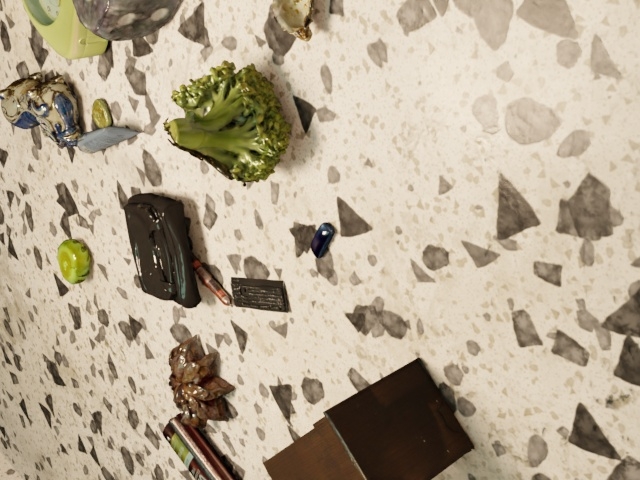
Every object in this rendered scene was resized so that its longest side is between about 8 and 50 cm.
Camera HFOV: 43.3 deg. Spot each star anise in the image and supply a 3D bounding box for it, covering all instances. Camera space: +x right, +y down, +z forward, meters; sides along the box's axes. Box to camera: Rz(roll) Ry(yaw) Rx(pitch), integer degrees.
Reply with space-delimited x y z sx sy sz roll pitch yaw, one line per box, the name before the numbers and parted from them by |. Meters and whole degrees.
star anise | -0.325 0.372 2.056 0.223 0.109 0.236 -31 80 46

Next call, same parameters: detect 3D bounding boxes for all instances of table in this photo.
table | 0.080 0.395 1.497 0.196 0.250 0.282 57 140 12

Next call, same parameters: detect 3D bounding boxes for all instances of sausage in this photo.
sausage | -0.268 0.091 1.925 0.198 0.025 0.028 45 103 25

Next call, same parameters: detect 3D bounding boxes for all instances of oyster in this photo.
oyster | -0.040 -0.420 1.424 0.103 0.051 0.148 -6 86 52

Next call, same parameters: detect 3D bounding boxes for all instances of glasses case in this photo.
glasses case | 0.000 0.000 1.586 0.033 0.023 0.083 48 136 21

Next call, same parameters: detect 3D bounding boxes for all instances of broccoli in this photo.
broccoli | -0.162 -0.234 1.521 0.180 0.273 0.242 -40 75 14

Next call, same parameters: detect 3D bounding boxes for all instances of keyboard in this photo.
keyboard | -0.141 0.121 1.804 0.196 0.015 0.074 2 107 48

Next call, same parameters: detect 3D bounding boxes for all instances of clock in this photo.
clock | -0.625 -0.633 1.937 0.348 0.117 0.286 48 136 24

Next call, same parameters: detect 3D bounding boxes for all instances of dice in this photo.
dice | -0.411 -0.538 1.687 0.181 0.183 0.182 -38 76 51

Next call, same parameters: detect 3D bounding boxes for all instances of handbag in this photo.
handbag | -0.386 0.023 1.965 0.244 0.088 0.275 13 114 53

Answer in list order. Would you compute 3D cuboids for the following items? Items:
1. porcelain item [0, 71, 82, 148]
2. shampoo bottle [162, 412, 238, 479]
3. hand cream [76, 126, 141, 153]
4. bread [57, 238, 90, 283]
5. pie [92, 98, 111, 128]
porcelain item | -0.755 -0.353 2.210 0.288 0.138 0.186 11 132 40
shampoo bottle | -0.297 0.609 2.141 0.323 0.084 0.129 47 139 23
hand cream | -0.548 -0.261 2.048 0.271 0.091 0.058 -3 84 53
bread | -0.727 0.061 2.390 0.130 0.071 0.139 16 116 40
pie | -0.563 -0.325 2.077 0.084 0.021 0.084 27 129 38
